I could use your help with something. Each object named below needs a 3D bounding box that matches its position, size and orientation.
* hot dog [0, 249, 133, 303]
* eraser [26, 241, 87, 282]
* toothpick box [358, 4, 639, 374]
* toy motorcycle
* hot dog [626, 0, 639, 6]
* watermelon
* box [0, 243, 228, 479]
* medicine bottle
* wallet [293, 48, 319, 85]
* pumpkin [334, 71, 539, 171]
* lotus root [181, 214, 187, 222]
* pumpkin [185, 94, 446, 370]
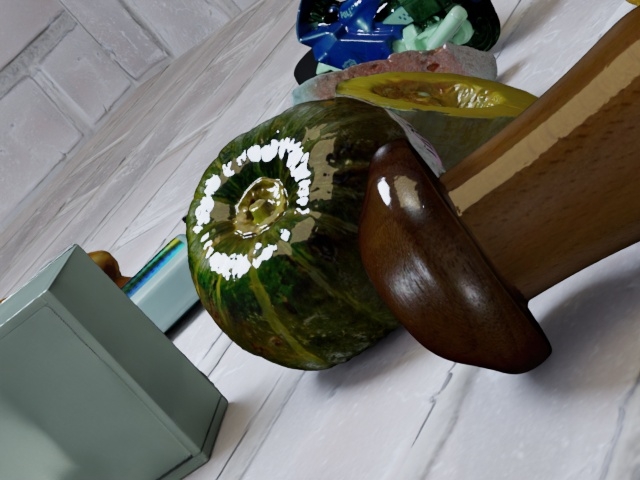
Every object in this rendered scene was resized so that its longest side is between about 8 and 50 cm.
[{"bbox_3d":[-0.347,0.109,1.968,0.100,0.135,0.337,-55,-7,29],"label":"hot dog"},{"bbox_3d":[-0.397,0.137,2.080,0.081,0.124,0.279,-28,20,44],"label":"eraser"},{"bbox_3d":[0.169,-0.036,1.034,0.294,0.192,0.192,-34,15,6],"label":"toothpick box"},{"bbox_3d":[0.089,-0.275,1.880,0.331,0.196,0.125,-26,21,51],"label":"toy motorcycle"},{"bbox_3d":[0.406,-0.323,1.465,0.269,0.072,0.115,-33,25,28],"label":"hot dog"},{"bbox_3d":[0.093,-0.161,1.715,0.241,0.154,0.094,-24,19,15],"label":"watermelon"},{"bbox_3d":[-0.252,0.161,1.441,0.225,0.225,0.117,-36,15,21],"label":"box"},{"bbox_3d":[-0.229,0.094,1.855,0.229,0.083,0.121,-43,13,-10],"label":"medicine bottle"},{"bbox_3d":[0.063,-0.289,2.248,0.228,0.062,0.406,-40,15,5],"label":"wallet"},{"bbox_3d":[0.112,-0.105,1.470,0.217,0.217,0.110,-89,10,-71],"label":"pumpkin"},{"bbox_3d":[-0.083,-0.018,1.839,0.167,0.078,0.329,-19,12,-4],"label":"lotus root"},{"bbox_3d":[0.002,0.001,1.341,0.260,0.189,0.260,-26,47,32],"label":"pumpkin"}]
